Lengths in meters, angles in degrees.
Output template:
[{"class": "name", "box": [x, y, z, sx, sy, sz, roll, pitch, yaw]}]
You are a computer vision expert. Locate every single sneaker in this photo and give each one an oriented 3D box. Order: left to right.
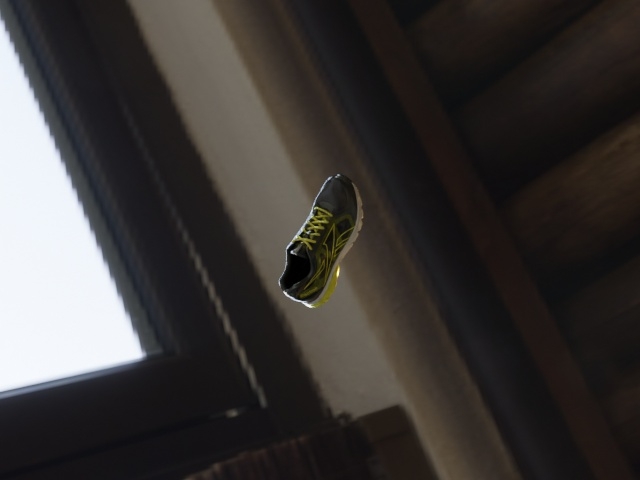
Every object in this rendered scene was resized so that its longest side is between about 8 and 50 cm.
[{"class": "sneaker", "box": [0.000, 0.000, 0.859, 0.031, 0.035, 0.083, 17, -87, 35]}]
